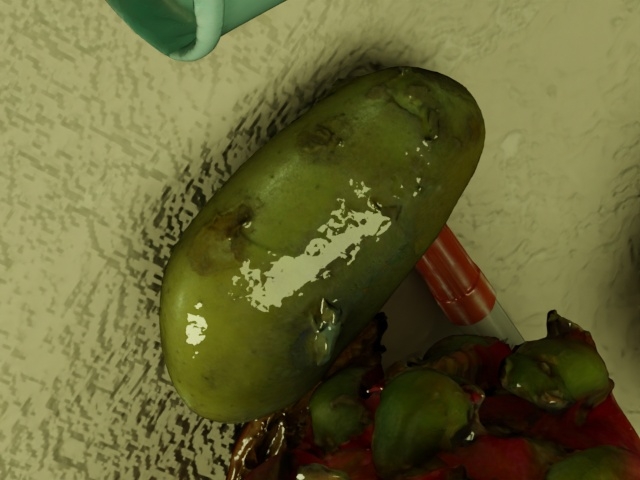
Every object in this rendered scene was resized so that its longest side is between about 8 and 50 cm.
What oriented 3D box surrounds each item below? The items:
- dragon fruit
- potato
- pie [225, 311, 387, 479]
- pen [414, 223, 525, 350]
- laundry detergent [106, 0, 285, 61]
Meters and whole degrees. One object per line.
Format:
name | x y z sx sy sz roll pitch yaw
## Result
dragon fruit | 0.067 0.161 0.726 0.231 0.237 0.303 -42 179 36
potato | 0.000 0.000 0.722 0.188 0.085 0.105 -47 147 -2
pie | -0.012 0.118 0.821 0.088 0.033 0.191 -17 128 -27
pen | 0.100 0.065 0.859 0.028 0.028 0.239 -40 132 -3
laundry detergent | 0.027 -0.243 0.449 0.305 0.287 0.287 -30 130 -11
